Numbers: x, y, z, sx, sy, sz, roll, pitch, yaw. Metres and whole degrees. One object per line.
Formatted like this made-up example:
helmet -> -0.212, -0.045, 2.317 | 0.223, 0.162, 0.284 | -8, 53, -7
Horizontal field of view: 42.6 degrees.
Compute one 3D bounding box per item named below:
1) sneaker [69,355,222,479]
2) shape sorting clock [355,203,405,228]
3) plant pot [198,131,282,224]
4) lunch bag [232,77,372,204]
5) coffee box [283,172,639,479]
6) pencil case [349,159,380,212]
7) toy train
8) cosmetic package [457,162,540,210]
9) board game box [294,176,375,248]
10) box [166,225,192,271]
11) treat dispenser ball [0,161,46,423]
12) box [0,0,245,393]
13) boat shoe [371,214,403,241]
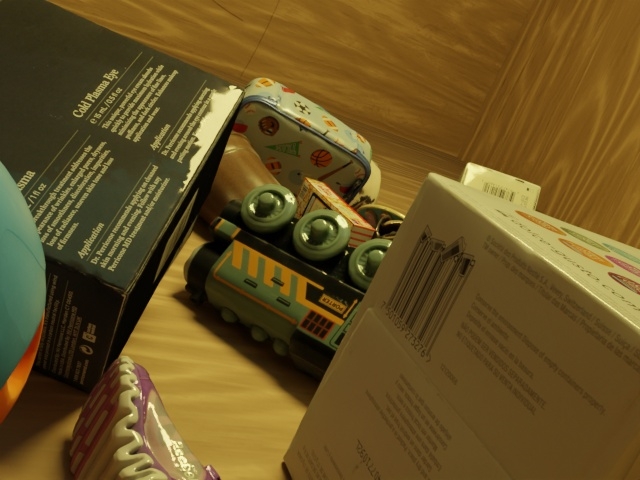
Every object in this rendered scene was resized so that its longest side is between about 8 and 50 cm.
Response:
sneaker -> -0.133, 0.191, 0.668 | 0.105, 0.095, 0.236 | 23, 19, -34
shape sorting clock -> 0.144, 0.013, 1.544 | 0.206, 0.040, 0.206 | 32, -23, 15
plant pot -> -0.137, -0.073, 1.394 | 0.167, 0.167, 0.165 | 5, 32, -50
lunch bag -> -0.063, -0.142, 1.548 | 0.303, 0.243, 0.115 | 32, 31, -17
coffee box -> 0.222, 0.188, 0.733 | 0.334, 0.338, 0.337 | 17, 18, -28
pencil case -> -0.060, -0.148, 1.742 | 0.410, 0.183, 0.160 | 18, -11, -23
toy train -> -0.024, 0.060, 1.075 | 0.334, 0.190, 0.142 | 28, -26, 23
cosmetic package -> 0.337, -0.036, 1.751 | 0.160, 0.113, 0.309 | 19, -20, 4
board game box -> 0.000, 0.000, 1.367 | 0.045, 0.146, 0.193 | 14, 20, -33
box -> -0.223, -0.029, 1.208 | 0.060, 0.100, 0.244 | 23, 15, -5
treat dispenser ball -> -0.320, 0.035, 0.507 | 0.288, 0.288, 0.288 | 23, 16, -7
box -> -0.291, -0.071, 0.857 | 0.313, 0.179, 0.343 | 25, 44, -4
boat shoe -> 0.135, 0.032, 1.384 | 0.132, 0.130, 0.355 | 17, 0, -11
